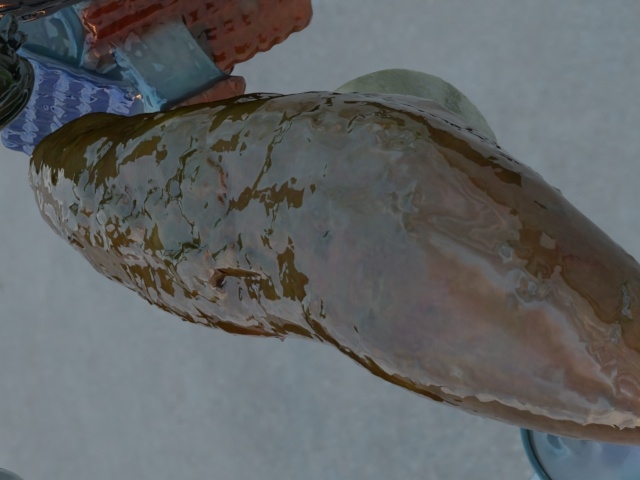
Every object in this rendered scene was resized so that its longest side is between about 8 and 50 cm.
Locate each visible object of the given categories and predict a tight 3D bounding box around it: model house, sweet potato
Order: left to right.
[{"bbox_3d":[-0.140,-0.182,1.415,0.329,0.295,0.252,50,153,16],"label":"model house"},{"bbox_3d":[-0.003,-0.009,0.614,0.354,0.095,0.106,19,150,42],"label":"sweet potato"}]

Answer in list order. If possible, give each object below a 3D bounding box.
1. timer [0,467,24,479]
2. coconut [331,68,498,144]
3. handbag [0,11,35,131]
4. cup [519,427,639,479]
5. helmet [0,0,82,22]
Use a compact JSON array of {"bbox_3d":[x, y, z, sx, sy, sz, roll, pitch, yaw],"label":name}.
[{"bbox_3d":[-0.180,0.294,1.105,0.291,0.290,0.315,-29,80,61],"label":"timer"},{"bbox_3d":[0.061,-0.052,1.578,0.222,0.202,0.202,-17,85,62],"label":"coconut"},{"bbox_3d":[-0.171,-0.056,0.738,0.072,0.111,0.047,75,169,-65],"label":"handbag"},{"bbox_3d":[0.252,0.156,1.325,0.173,0.299,0.167,45,-165,-52],"label":"cup"},{"bbox_3d":[-0.183,-0.237,0.919,0.230,0.278,0.160,47,157,38],"label":"helmet"}]
